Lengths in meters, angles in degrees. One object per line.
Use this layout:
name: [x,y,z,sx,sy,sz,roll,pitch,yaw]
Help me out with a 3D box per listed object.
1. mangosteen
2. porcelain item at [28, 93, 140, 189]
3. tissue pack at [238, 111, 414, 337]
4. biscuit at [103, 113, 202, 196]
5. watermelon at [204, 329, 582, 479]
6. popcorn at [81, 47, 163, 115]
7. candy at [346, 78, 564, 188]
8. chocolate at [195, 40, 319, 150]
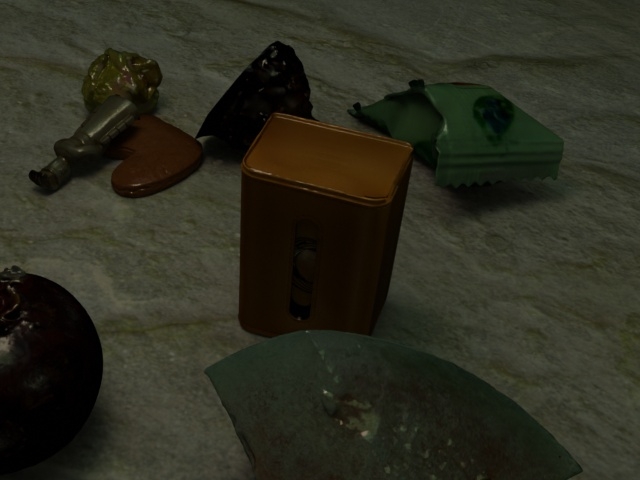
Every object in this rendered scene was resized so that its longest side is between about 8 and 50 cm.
mangosteen: [-0.354,0.116,0.862,0.236,0.261,0.235,3,37,-2]
porcelain item: [-0.395,-0.159,1.331,0.084,0.054,0.213,15,53,33]
tissue pack: [0.000,0.000,1.042,0.195,0.274,0.145,13,41,9]
biscuit: [-0.311,-0.152,1.374,0.192,0.036,0.186,30,47,28]
watermelon: [0.048,0.247,0.810,0.387,0.228,0.258,18,49,1]
popcorn: [-0.366,-0.282,1.468,0.145,0.126,0.125,-5,64,-38]
candy: [0.229,-0.210,1.450,0.263,0.171,0.398,1,18,-22]
chocolate: [-0.071,-0.217,1.392,0.177,0.206,0.224,40,61,-5]
